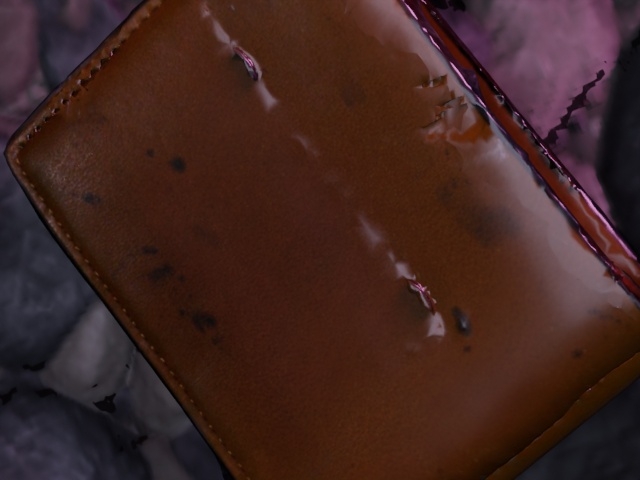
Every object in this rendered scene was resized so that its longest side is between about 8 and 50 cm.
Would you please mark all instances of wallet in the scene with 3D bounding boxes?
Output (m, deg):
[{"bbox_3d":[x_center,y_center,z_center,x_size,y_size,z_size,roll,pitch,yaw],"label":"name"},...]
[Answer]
[{"bbox_3d":[0.002,-0.001,0.541,0.161,0.042,0.195,-43,80,27],"label":"wallet"}]
